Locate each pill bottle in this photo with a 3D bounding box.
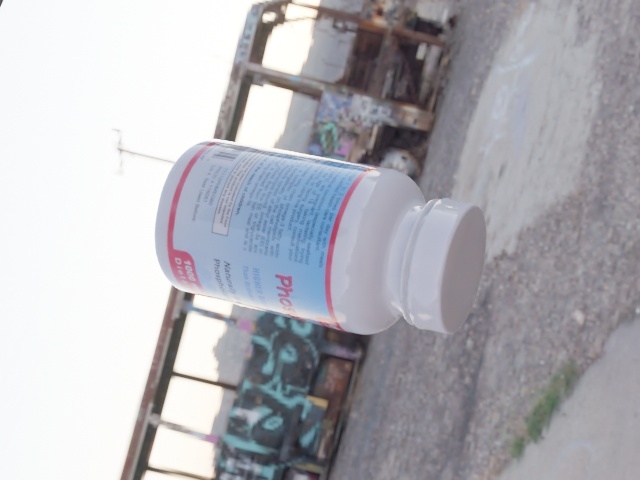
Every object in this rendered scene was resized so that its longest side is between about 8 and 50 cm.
[{"bbox_3d":[0.000,0.000,0.516,0.087,0.160,0.087,-36,-48,-54],"label":"pill bottle"}]

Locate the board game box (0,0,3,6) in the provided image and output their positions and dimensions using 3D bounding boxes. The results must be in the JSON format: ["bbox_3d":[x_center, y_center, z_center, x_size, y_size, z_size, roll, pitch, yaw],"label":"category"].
[{"bbox_3d":[-0.204,-0.102,0.296,0.243,0.042,0.165,14,-75,-61],"label":"board game box"}]
